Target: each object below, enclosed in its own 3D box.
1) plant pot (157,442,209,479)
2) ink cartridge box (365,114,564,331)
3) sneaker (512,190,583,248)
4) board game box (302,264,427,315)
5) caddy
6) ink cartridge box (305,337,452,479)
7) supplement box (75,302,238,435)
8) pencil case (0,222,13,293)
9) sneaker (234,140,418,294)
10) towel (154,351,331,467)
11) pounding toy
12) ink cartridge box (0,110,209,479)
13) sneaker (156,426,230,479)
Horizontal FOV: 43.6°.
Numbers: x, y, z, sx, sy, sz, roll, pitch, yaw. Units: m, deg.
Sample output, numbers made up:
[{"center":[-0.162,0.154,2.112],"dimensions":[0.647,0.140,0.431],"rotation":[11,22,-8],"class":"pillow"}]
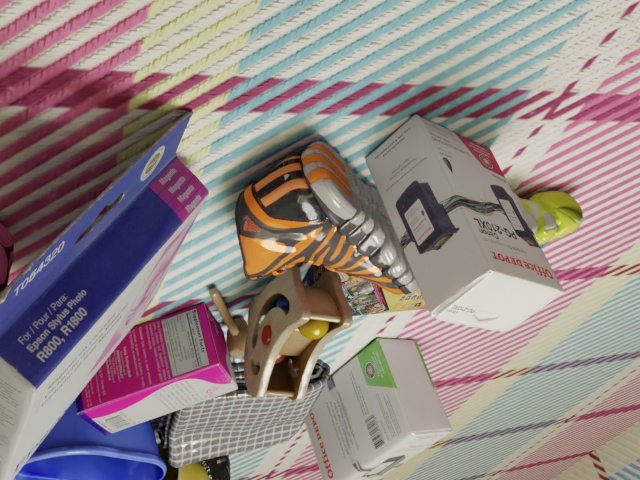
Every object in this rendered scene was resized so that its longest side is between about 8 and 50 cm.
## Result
[{"center":[-0.264,0.449,1.483],"dimensions":[0.095,0.134,0.134],"rotation":[24,129,-39],"class":"plant pot"},{"center":[0.178,-0.018,0.996],"dimensions":[0.172,0.237,0.100],"rotation":[14,136,-44],"class":"ink cartridge box"},{"center":[0.285,-0.012,1.212],"dimensions":[0.240,0.091,0.126],"rotation":[0,145,-31],"class":"sneaker"},{"center":[0.094,0.060,1.265],"dimensions":[0.243,0.042,0.165],"rotation":[-3,145,-26],"class":"board game box"},{"center":[-0.418,0.374,1.343],"dimensions":[0.241,0.179,0.341],"rotation":[-32,147,18],"class":"caddy"},{"center":[0.100,0.345,1.569],"dimensions":[0.114,0.198,0.273],"rotation":[7,141,-39],"class":"ink cartridge box"},{"center":[-0.252,0.198,1.221],"dimensions":[0.219,0.114,0.111],"rotation":[-18,149,0],"class":"supplement box"},{"center":[-0.390,0.075,0.851],"dimensions":[0.098,0.209,0.095],"rotation":[3,137,-12],"class":"pencil case"},{"center":[0.000,0.000,1.064],"dimensions":[0.180,0.125,0.321],"rotation":[-26,138,19],"class":"sneaker"},{"center":[-0.144,0.284,1.408],"dimensions":[0.283,0.121,0.235],"rotation":[-6,146,-23],"class":"towel"},{"center":[-0.081,0.142,1.152],"dimensions":[0.154,0.154,0.269],"rotation":[10,149,-25],"class":"pounding toy"},{"center":[-0.240,0.066,0.857],"dimensions":[0.071,0.324,0.330],"rotation":[35,135,-2],"class":"ink cartridge box"},{"center":[-0.234,0.438,1.601],"dimensions":[0.107,0.124,0.283],"rotation":[-21,149,2],"class":"sneaker"}]
